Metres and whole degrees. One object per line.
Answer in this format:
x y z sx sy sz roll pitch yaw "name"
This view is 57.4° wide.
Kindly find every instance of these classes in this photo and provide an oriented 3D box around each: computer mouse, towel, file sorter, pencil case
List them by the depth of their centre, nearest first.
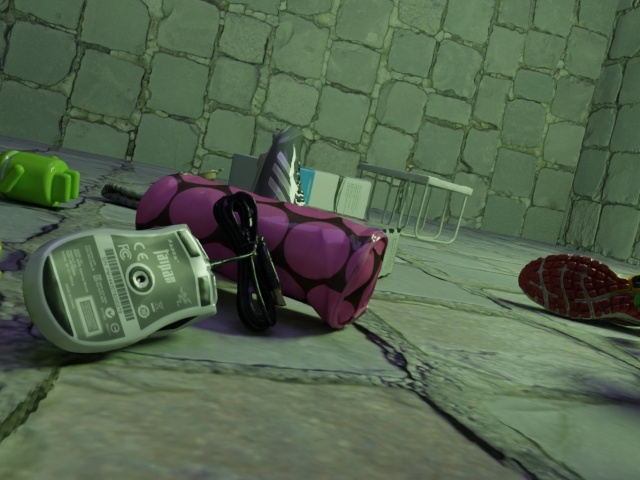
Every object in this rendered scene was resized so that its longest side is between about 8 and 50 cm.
-0.100 0.022 0.370 0.042 0.106 0.193 -22 -8 35 "computer mouse"
-0.051 0.010 0.501 0.209 0.098 0.095 18 24 21 "pencil case"
-0.175 -0.064 1.071 0.324 0.056 0.312 15 7 18 "towel"
0.252 -0.105 1.681 0.193 0.173 0.277 8 8 -40 "file sorter"

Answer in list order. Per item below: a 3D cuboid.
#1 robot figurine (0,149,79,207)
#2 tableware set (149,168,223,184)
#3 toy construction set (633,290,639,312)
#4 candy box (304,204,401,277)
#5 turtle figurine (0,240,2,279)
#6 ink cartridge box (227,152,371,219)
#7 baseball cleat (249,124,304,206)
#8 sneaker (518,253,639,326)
-0.388 -0.083 0.786 0.115 0.067 0.101 12 19 2 "robot figurine"
-0.295 -0.119 1.230 0.141 0.020 0.168 -20 -6 31 "tableware set"
0.431 0.076 0.519 0.237 0.257 0.309 -13 42 -30 "toy construction set"
0.000 0.000 0.760 0.165 0.070 0.196 14 7 19 "candy box"
-0.227 0.011 0.183 0.217 0.087 0.269 17 -5 -29 "turtle figurine"
-0.052 -0.127 1.507 0.223 0.129 0.307 17 8 39 "ink cartridge box"
-0.036 -0.036 0.641 0.109 0.206 0.072 20 -30 4 "baseball cleat"
0.388 0.081 0.810 0.225 0.088 0.093 13 -14 10 "sneaker"
